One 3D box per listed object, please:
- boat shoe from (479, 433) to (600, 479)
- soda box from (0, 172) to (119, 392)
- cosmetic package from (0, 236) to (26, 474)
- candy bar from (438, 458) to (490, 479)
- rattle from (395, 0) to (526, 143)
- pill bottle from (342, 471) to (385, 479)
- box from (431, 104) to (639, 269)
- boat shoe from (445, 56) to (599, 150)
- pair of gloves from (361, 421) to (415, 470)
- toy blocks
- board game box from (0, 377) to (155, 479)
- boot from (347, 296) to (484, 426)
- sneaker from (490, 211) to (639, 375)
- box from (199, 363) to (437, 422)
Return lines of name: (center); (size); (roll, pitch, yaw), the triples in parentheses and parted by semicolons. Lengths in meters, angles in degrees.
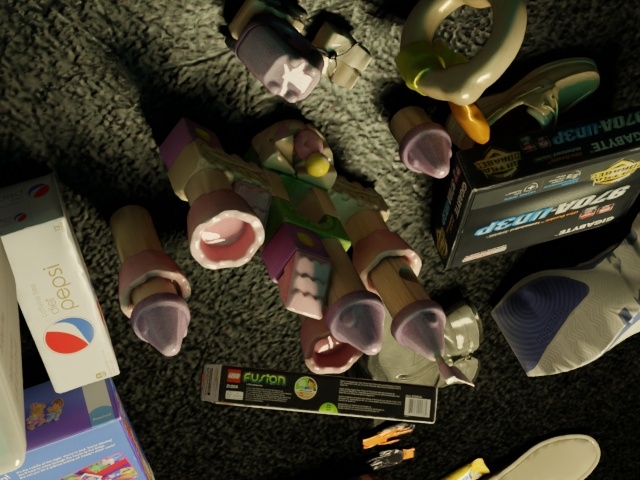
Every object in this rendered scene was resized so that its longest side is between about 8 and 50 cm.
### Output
boat shoe: (0.289, 0.326, 1.625); (0.206, 0.075, 0.065); (-26, 177, -8)
soda box: (-0.256, 0.045, 1.123); (0.069, 0.074, 0.216); (-18, 133, -9)
cosmetic package: (-0.399, -0.044, 0.733); (0.330, 0.327, 0.393); (-16, 111, -10)
candy bar: (0.158, 0.348, 1.600); (0.161, 0.018, 0.040); (-33, 133, 4)
rattle: (0.172, -0.203, 1.084); (0.143, 0.130, 0.199); (30, 85, -30)
pill bottle: (-0.013, 0.379, 1.479); (0.219, 0.122, 0.122); (-13, 132, -14)
box: (0.236, -0.055, 1.230); (0.220, 0.051, 0.175); (-15, 154, -12)
boat shoe: (0.214, -0.129, 1.191); (0.170, 0.059, 0.063); (-26, 134, -1)
pair of gloves: (0.087, 0.265, 1.503); (0.074, 0.010, 0.083); (-16, 135, -12)
toy blocks: (0.000, 0.000, 1.069); (0.289, 0.260, 0.309); (20, 118, -34)
board game box: (-0.361, 0.282, 1.260); (0.347, 0.078, 0.233); (-18, 139, -8)
boot: (0.108, 0.098, 1.340); (0.161, 0.083, 0.246); (-24, 137, -16)
sneaker: (0.374, 0.057, 1.360); (0.315, 0.127, 0.182); (-37, 153, 27)
box: (-0.005, 0.146, 1.116); (0.207, 0.114, 0.036); (7, 83, -14)
